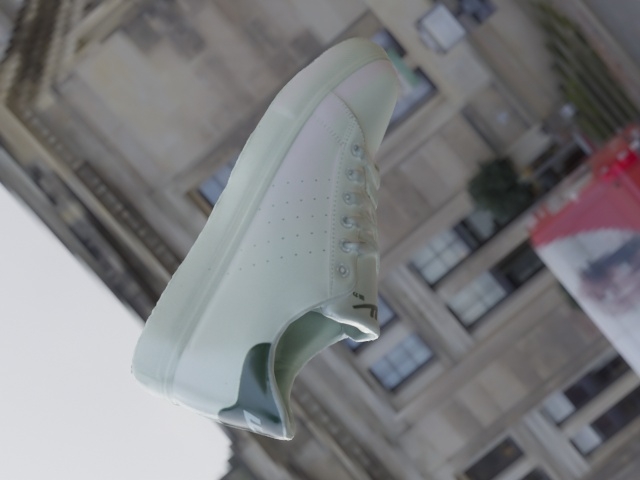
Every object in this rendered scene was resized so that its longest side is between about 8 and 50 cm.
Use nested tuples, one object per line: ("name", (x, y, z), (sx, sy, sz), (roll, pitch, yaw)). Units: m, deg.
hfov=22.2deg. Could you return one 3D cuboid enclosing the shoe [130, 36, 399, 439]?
("shoe", (0.000, 0.000, 1.367), (0.160, 0.363, 0.132), (27, 165, 18))
